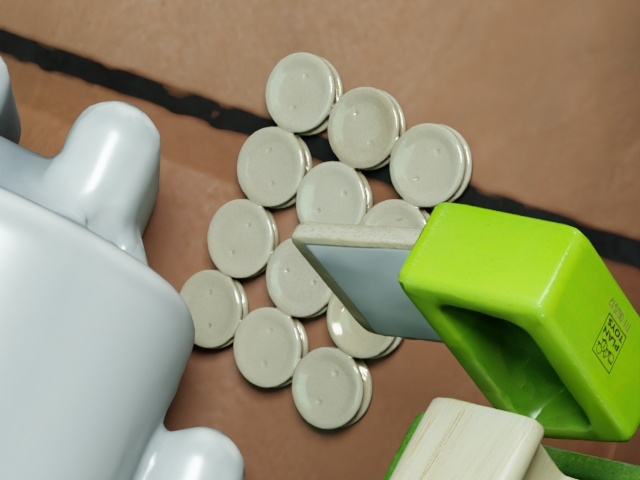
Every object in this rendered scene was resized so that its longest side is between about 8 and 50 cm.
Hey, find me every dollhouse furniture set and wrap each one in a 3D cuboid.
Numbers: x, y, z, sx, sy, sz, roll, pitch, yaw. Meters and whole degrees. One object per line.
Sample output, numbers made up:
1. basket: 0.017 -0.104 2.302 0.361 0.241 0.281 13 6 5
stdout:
1. dollhouse furniture set: 0.001 0.159 0.598 0.151 0.197 0.301 5 56 41

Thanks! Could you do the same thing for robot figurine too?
1. robot figurine: -0.182 0.095 0.768 0.300 0.200 0.353 23 77 3

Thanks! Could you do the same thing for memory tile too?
1. memory tile: 0.000 0.000 0.804 0.113 0.012 0.148 30 103 29
